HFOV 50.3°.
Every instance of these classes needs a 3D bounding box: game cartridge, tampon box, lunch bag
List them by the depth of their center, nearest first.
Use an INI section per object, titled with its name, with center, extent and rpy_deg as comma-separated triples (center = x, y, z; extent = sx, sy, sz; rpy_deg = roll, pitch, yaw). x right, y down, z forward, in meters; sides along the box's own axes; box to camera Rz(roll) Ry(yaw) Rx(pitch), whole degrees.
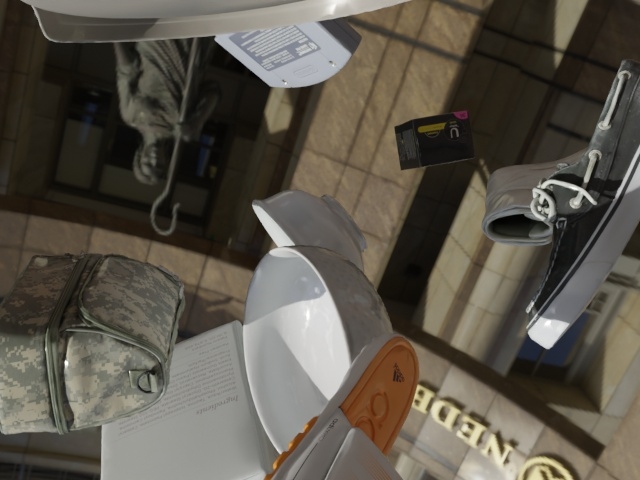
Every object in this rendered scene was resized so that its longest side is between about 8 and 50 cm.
[lunch bag]
center = -0.357, 0.151, 1.099
extent = 0.256, 0.212, 0.305
rpy_deg = 2, -159, -7
[game cartridge]
center = -0.063, -0.351, 1.178
extent = 0.198, 0.062, 0.297
rpy_deg = 32, 166, -27
[tampon box]
center = 0.238, -0.211, 1.448
extent = 0.120, 0.101, 0.161
rpy_deg = -11, -175, -7

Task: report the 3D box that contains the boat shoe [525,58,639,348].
[boat shoe]
center = 0.272, -0.042, 0.696
extent = 0.105, 0.306, 0.113
rpy_deg = 29, -174, 18

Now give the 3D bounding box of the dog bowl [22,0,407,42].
[dog bowl]
center = -0.074, -0.204, 0.434
extent = 0.349, 0.102, 0.349
rpy_deg = -7, -170, 1

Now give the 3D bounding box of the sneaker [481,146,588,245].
[sneaker]
center = 0.402, -0.063, 1.085
extent = 0.292, 0.108, 0.169
rpy_deg = -12, -149, 30

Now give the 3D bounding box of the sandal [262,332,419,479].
[sandal]
center = 0.035, 0.166, 0.515
extent = 0.076, 0.102, 0.265
rpy_deg = -9, -148, 40

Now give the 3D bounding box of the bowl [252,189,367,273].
[bowl]
center = 0.000, 0.000, 1.384
extent = 0.298, 0.134, 0.298
rpy_deg = 50, 172, 10

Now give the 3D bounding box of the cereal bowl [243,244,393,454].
[cereal bowl]
center = 0.011, 0.173, 1.049
extent = 0.141, 0.339, 0.339
rpy_deg = -3, -151, -31

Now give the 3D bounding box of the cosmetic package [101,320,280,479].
[cosmetic package]
center = -0.232, 0.450, 1.414
extent = 0.327, 0.329, 0.393
rpy_deg = -22, -141, 0
